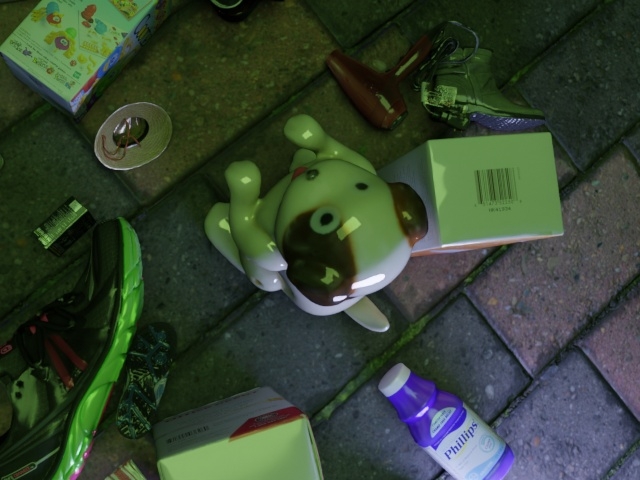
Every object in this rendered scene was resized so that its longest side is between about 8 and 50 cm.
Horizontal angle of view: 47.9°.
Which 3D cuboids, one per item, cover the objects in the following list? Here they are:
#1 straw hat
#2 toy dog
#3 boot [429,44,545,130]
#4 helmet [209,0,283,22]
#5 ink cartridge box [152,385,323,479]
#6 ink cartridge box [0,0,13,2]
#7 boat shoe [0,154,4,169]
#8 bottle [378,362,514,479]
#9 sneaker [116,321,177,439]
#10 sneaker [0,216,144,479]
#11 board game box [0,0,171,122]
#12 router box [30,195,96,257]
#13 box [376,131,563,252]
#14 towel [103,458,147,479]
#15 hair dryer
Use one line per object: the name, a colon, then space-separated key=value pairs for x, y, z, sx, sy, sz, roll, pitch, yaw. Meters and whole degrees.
straw hat: x=-0.343 y=-0.200 z=1.284 sx=0.145 sy=0.144 sz=0.061 roll=-30 pitch=52 yaw=-14
toy dog: x=0.000 y=0.000 z=1.172 sx=0.285 sy=0.408 sz=0.395 roll=-26 pitch=91 yaw=-14
boot: x=0.338 y=-0.313 z=1.448 sx=0.247 sy=0.083 sz=0.161 roll=6 pitch=82 yaw=-8
helmet: x=-0.141 y=-0.490 z=1.311 sx=0.162 sy=0.169 sz=0.169 roll=-35 pitch=94 yaw=3
ink cartridge box: x=-0.143 y=0.343 z=1.159 sx=0.226 sy=0.306 sz=0.131 roll=-15 pitch=89 yaw=-14
ink cartridge box: x=-0.674 y=-0.483 z=1.233 sx=0.371 sy=0.069 sz=0.175 roll=-15 pitch=89 yaw=-17
boat shoe: x=-0.600 y=-0.103 z=1.225 sx=0.050 sy=0.045 sz=0.135 roll=40 pitch=77 yaw=-7
bottle: x=0.231 y=0.348 z=1.357 sx=0.283 sy=0.092 sz=0.118 roll=44 pitch=78 yaw=-6
sneaker: x=-0.307 y=0.241 z=1.251 sx=0.080 sy=0.081 sz=0.211 roll=20 pitch=63 yaw=-9
sneaker: x=-0.422 y=0.179 z=1.172 sx=0.202 sy=0.185 sz=0.482 roll=21 pitch=79 yaw=-15
board game box: x=-0.396 y=-0.365 z=1.248 sx=0.144 sy=0.142 sz=0.275 roll=38 pitch=78 yaw=-7
router box: x=-0.432 y=-0.022 z=1.218 sx=0.038 sy=0.122 sz=0.092 roll=43 pitch=76 yaw=-2
box: x=0.230 y=-0.066 z=1.264 sx=0.215 sy=0.345 sz=0.168 roll=-6 pitch=87 yaw=-14
towel: x=-0.336 y=0.468 z=1.208 sx=0.197 sy=0.029 sz=0.144 roll=-41 pitch=95 yaw=18
hair dryer: x=0.153 y=-0.320 z=1.402 sx=0.294 sy=0.080 sz=0.223 roll=6 pitch=76 yaw=-3
